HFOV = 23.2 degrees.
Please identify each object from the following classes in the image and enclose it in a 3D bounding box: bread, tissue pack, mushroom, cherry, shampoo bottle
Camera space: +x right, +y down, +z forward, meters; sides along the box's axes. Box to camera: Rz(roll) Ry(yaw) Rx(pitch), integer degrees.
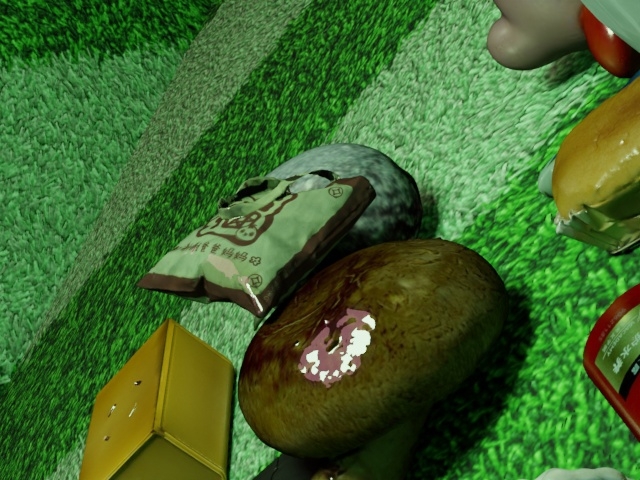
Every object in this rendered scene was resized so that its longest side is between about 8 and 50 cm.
[{"bbox_3d":[0.344,-0.098,1.590,0.241,0.107,0.136,-39,27,38],"label":"bread"},{"bbox_3d":[-0.231,0.281,2.233,0.194,0.145,0.274,-44,21,23],"label":"tissue pack"},{"bbox_3d":[0.056,0.121,1.740,0.345,0.239,0.345,-20,36,15],"label":"mushroom"},{"bbox_3d":[0.000,0.000,2.063,0.296,0.218,0.255,-44,22,-1],"label":"cherry"},{"bbox_3d":[0.314,0.136,1.307,0.118,0.076,0.314,-48,20,9],"label":"shampoo bottle"}]

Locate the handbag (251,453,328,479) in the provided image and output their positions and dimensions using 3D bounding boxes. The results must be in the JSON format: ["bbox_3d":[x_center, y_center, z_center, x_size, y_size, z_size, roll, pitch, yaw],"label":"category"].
[{"bbox_3d":[-0.075,0.351,1.845,0.247,0.080,0.223,-45,21,23],"label":"handbag"}]

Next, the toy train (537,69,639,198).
[{"bbox_3d":[0.333,-0.124,1.737,0.234,0.052,0.051,-46,25,21],"label":"toy train"}]

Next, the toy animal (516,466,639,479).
[{"bbox_3d":[0.199,0.276,1.225,0.208,0.156,0.204,-48,23,5],"label":"toy animal"}]

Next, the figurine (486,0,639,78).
[{"bbox_3d":[0.317,-0.340,1.899,0.211,0.270,0.261,-33,13,-25],"label":"figurine"}]

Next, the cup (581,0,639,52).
[{"bbox_3d":[0.384,-0.238,1.361,0.253,0.371,0.253,-52,20,28],"label":"cup"}]

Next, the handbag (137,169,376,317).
[{"bbox_3d":[-0.075,0.001,1.843,0.213,0.127,0.235,4,40,44],"label":"handbag"}]
